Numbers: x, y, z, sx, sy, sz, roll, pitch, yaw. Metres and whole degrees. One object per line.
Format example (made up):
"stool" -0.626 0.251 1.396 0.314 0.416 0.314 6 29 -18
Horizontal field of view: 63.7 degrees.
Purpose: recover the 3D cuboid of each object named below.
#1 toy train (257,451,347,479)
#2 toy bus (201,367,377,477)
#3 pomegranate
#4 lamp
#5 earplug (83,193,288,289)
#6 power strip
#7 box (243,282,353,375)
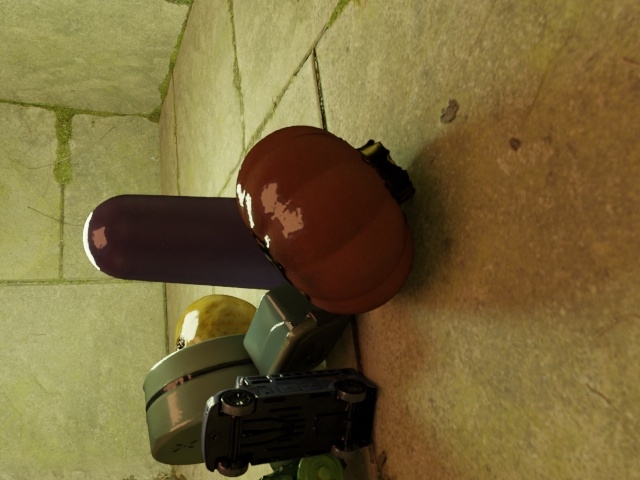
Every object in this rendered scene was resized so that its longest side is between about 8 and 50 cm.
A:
"toy train" -0.022 0.483 0.869 0.272 0.188 0.159 56 143 12
"toy bus" -0.057 0.291 0.868 0.133 0.292 0.126 -151 65 -64
"pomegranate" -0.260 0.266 1.346 0.260 0.260 0.261 -2 87 64
"lamp" 0.020 -0.041 0.773 0.239 0.305 0.305 -40 34 -3
"earplug" -0.252 -0.002 1.093 0.215 0.455 0.215 -15 74 62
"power strip" -0.216 0.352 1.121 0.357 0.357 0.162 -60 40 45
"box" -0.043 0.173 0.969 0.130 0.162 0.227 50 137 23
